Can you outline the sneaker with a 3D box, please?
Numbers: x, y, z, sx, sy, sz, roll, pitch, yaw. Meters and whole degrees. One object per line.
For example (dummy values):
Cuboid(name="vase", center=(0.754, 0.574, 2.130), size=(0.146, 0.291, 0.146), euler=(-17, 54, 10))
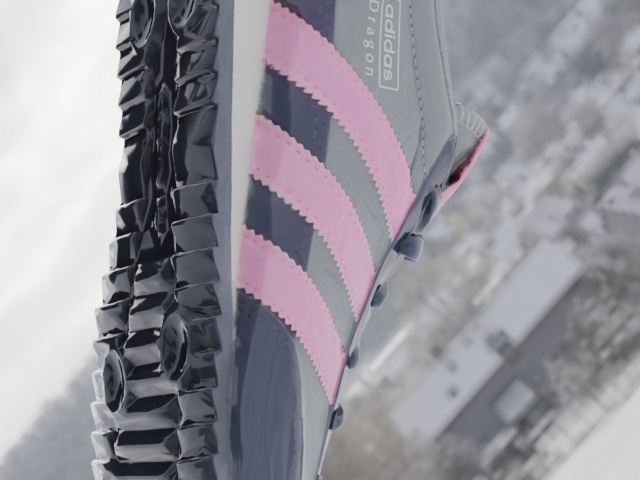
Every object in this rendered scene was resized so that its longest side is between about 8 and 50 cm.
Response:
Cuboid(name="sneaker", center=(0.000, 0.000, 0.620), size=(0.112, 0.131, 0.319), euler=(8, 93, 61))
